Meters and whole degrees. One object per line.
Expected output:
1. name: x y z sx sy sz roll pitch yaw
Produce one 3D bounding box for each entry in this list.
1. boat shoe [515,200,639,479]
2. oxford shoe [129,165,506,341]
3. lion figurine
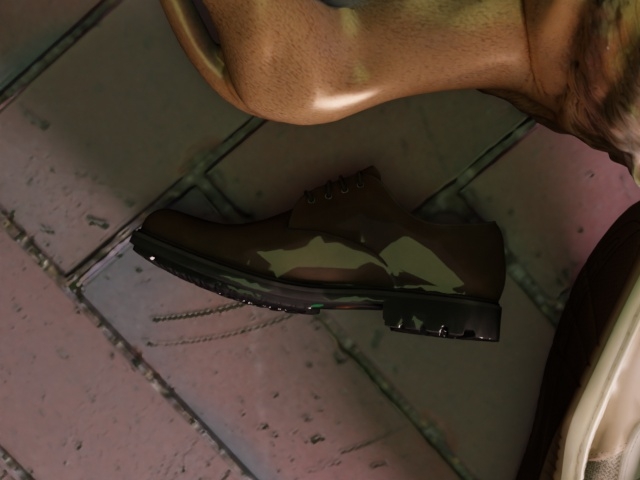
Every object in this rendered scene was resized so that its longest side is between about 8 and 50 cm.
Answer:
1. boat shoe: 0.186 0.120 0.851 0.098 0.109 0.302 13 110 -1
2. oxford shoe: 0.000 0.000 0.843 0.227 0.083 0.096 8 86 -3
3. lion figurine: 0.064 -0.131 0.785 0.392 0.142 0.240 -1 114 15
